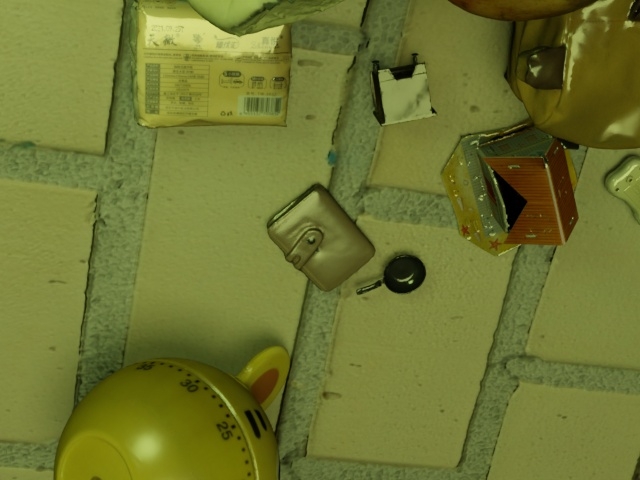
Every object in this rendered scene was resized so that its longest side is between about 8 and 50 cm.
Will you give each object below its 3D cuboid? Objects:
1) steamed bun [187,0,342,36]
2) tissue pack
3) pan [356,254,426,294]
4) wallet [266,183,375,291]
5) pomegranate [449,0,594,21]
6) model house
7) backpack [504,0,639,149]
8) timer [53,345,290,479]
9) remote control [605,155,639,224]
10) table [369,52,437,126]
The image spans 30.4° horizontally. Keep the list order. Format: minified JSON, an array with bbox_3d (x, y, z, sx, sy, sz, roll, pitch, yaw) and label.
[{"bbox_3d":[-0.039,-0.429,1.450,0.233,0.334,0.312,-23,101,-46],"label":"steamed bun"},{"bbox_3d":[-0.152,-0.246,1.627,0.222,0.090,0.186,-1,117,-7],"label":"tissue pack"},{"bbox_3d":[0.108,0.058,1.845,0.115,0.023,0.068,-19,117,-3],"label":"pan"},{"bbox_3d":[0.000,0.000,1.795,0.118,0.039,0.153,-40,116,8],"label":"wallet"},{"bbox_3d":[0.259,-0.415,1.412,0.322,0.322,0.322,-3,115,-7],"label":"pomegranate"},{"bbox_3d":[0.308,-0.057,1.762,0.207,0.136,0.219,-18,116,-2],"label":"model house"},{"bbox_3d":[0.426,-0.304,1.631,0.353,0.201,0.378,-2,114,-9],"label":"backpack"},{"bbox_3d":[-0.199,0.340,1.784,0.387,0.376,0.376,-7,126,-55],"label":"timer"},{"bbox_3d":[0.502,-0.075,1.841,0.074,0.032,0.122,-42,113,11],"label":"remote control"},{"bbox_3d":[0.117,-0.219,1.694,0.083,0.070,0.082,-11,112,-3],"label":"table"}]
